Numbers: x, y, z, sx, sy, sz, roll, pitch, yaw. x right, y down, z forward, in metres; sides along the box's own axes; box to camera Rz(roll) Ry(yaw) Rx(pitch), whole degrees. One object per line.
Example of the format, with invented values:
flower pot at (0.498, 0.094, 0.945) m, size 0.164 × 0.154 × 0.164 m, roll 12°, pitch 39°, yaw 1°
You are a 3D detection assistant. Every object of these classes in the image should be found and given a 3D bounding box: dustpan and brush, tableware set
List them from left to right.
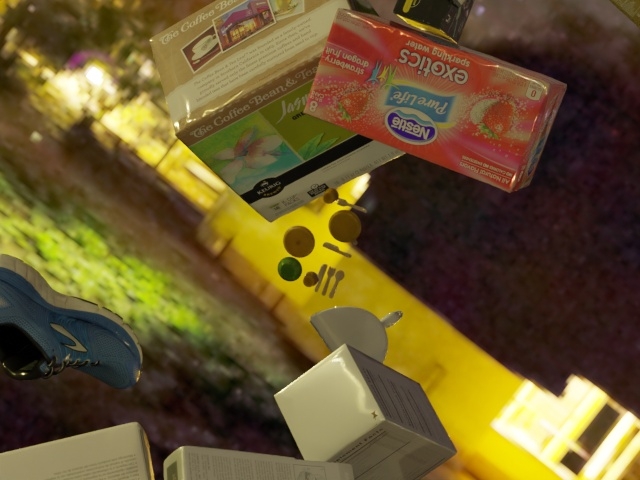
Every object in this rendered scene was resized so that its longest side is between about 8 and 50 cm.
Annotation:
tableware set at (0.000, 0.000, 1.866) m, size 0.104 × 0.154 × 0.024 m, roll 22°, pitch 17°, yaw 8°
dustpan and brush at (0.080, 0.157, 2.192) m, size 0.147 × 0.211 × 0.060 m, roll 56°, pitch -37°, yaw 8°

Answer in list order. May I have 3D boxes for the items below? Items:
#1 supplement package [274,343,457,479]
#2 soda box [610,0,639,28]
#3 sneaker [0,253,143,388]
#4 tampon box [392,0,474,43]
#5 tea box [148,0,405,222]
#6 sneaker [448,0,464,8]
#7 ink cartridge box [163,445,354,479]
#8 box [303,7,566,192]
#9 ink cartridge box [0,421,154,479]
supplement package at (0.068, 0.265, 1.862) m, size 0.244 × 0.139 × 0.134 m, roll 35°, pitch 22°, yaw -55°
soda box at (0.360, -0.295, 1.268) m, size 0.058 × 0.181 × 0.061 m, roll 44°, pitch 39°, yaw 4°
sneaker at (-0.398, 0.153, 1.886) m, size 0.330 × 0.130 × 0.147 m, roll 34°, pitch 48°, yaw -38°
tampon box at (0.219, -0.455, 2.437) m, size 0.101 × 0.120 × 0.161 m, roll 23°, pitch 6°, yaw 16°
tea box at (-0.041, -0.245, 2.078) m, size 0.323 × 0.329 × 0.220 m, roll 43°, pitch 23°, yaw -52°
sneaker at (0.175, -0.544, 2.152) m, size 0.319 × 0.131 × 0.112 m, roll 48°, pitch 6°, yaw -23°
ink cartridge box at (-0.060, 0.339, 1.478) m, size 0.232 × 0.066 × 0.189 m, roll 14°, pitch 52°, yaw -34°
box at (0.151, -0.186, 1.706) m, size 0.300 × 0.154 × 0.142 m, roll 23°, pitch 14°, yaw 16°
ink cartridge box at (-0.329, 0.369, 1.502) m, size 0.066 × 0.296 × 0.261 m, roll 82°, pitch -6°, yaw -60°
